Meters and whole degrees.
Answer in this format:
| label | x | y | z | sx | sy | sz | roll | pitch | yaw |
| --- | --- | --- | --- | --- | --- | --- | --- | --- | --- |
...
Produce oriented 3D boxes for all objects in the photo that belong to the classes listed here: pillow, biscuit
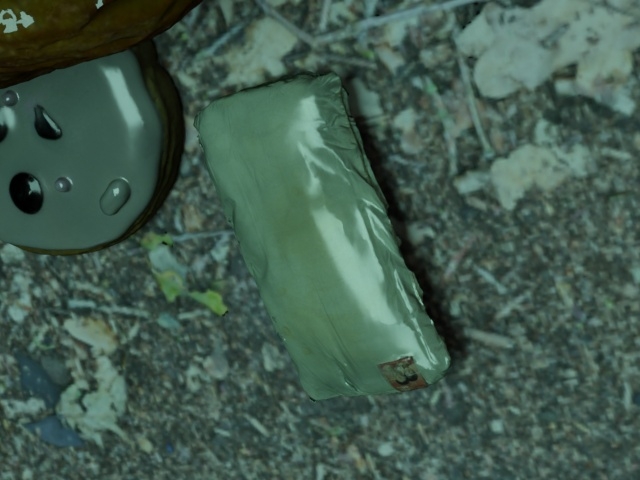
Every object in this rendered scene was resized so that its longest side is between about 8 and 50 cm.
| label | x | y | z | sx | sy | sz | roll | pitch | yaw |
| --- | --- | --- | --- | --- | --- | --- | --- | --- | --- |
| pillow | 0.000 | 0.000 | 1.229 | 0.128 | 0.051 | 0.229 | -18 | 97 | 39 |
| biscuit | -0.191 | -0.076 | 1.304 | 0.208 | 0.049 | 0.181 | -42 | 85 | 30 |

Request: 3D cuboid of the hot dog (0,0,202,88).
| label | x | y | z | sx | sy | sz | roll | pitch | yaw |
| --- | --- | --- | --- | --- | --- | --- | --- | --- | --- |
| hot dog | -0.237 | -0.193 | 1.184 | 0.388 | 0.267 | 0.174 | -12 | 142 | 31 |
